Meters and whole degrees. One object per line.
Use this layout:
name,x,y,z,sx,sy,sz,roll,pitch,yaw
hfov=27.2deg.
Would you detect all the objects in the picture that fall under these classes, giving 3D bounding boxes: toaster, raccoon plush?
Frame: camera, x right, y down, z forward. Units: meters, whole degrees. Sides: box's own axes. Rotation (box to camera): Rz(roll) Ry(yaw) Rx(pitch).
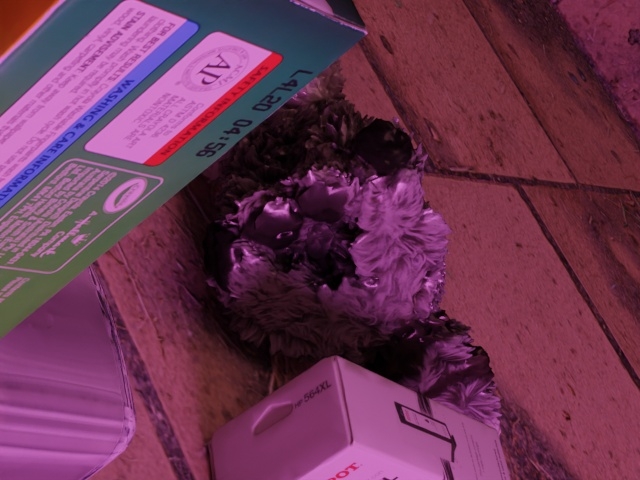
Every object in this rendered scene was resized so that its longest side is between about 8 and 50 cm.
toaster,-0.210,0.076,0.833,0.146,0.129,0.227,19,40,-51
raccoon plush,0.000,0.000,1.286,0.299,0.216,0.446,-112,-178,-55

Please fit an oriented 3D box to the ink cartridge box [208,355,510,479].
ink cartridge box,0.034,0.188,1.054,0.203,0.148,0.086,27,38,-38

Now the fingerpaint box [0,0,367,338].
fingerpaint box,-0.247,-0.128,0.673,0.163,0.444,0.371,11,47,-55
